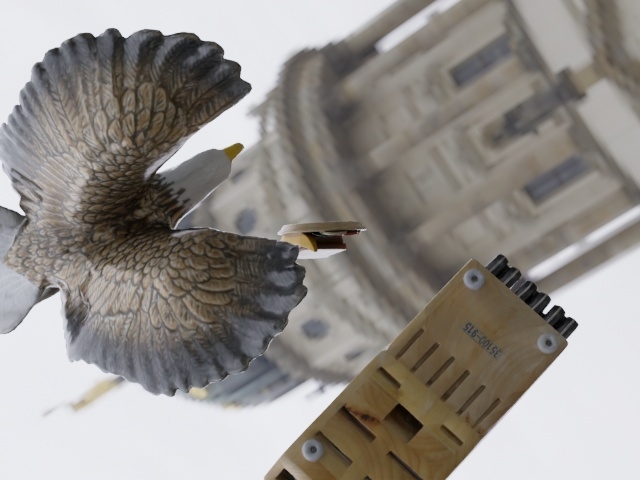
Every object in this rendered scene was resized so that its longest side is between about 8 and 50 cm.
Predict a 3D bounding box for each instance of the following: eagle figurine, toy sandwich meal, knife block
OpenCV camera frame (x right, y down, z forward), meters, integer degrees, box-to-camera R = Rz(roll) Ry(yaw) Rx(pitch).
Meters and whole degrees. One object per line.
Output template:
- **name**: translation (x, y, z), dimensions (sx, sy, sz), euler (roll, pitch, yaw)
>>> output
- **eagle figurine**: translation (-0.138, -0.016, 1.291), dimensions (0.226, 0.225, 0.298), euler (26, 170, -11)
- **toy sandwich meal**: translation (0.000, 0.000, 1.537), dimensions (0.085, 0.085, 0.029), euler (-1, -93, -59)
- **knife block**: translation (0.074, 0.121, 1.248), dimensions (0.088, 0.242, 0.276), euler (42, -110, 9)
